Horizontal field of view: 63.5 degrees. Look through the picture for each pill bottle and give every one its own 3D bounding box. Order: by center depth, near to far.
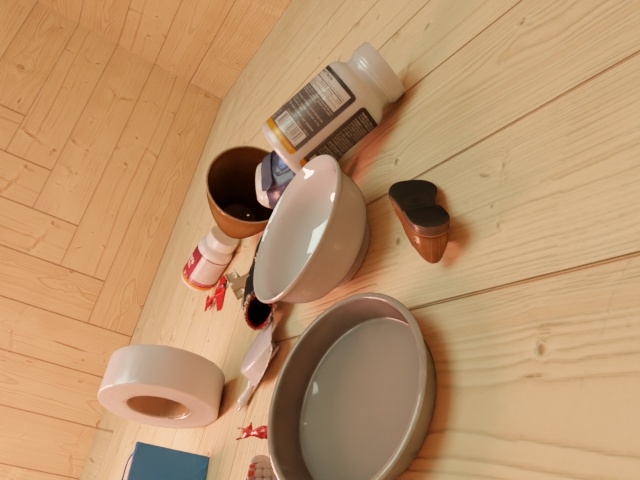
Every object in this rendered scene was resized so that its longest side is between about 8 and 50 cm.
[{"bbox_3d":[0.027,-0.266,1.078,0.278,0.162,0.162,-39,28,10],"label":"pill bottle"},{"bbox_3d":[-0.371,0.061,1.740,0.221,0.121,0.121,-53,26,28],"label":"pill bottle"}]

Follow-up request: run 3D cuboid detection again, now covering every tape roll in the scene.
[{"bbox_3d":[-0.381,0.360,1.253,0.286,0.286,0.100,-43,32,43],"label":"tape roll"}]

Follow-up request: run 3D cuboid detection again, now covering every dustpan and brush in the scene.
[{"bbox_3d":[-0.140,0.278,1.117,0.211,0.060,0.147,-54,11,9],"label":"dustpan and brush"}]

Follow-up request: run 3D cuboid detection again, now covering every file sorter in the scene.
[{"bbox_3d":[-0.358,0.547,1.166,0.104,0.170,0.118,-52,26,38],"label":"file sorter"}]

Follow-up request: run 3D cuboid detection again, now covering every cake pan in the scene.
[{"bbox_3d":[0.040,0.214,0.712,0.293,0.054,0.293,-35,36,31],"label":"cake pan"}]

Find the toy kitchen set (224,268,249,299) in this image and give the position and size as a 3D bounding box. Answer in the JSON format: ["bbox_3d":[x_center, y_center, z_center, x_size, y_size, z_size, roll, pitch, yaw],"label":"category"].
[{"bbox_3d":[-0.216,0.126,1.466,0.068,0.075,0.083,-29,63,-6],"label":"toy kitchen set"}]

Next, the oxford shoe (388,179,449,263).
[{"bbox_3d":[0.146,-0.036,0.786,0.212,0.076,0.076,-87,-10,-61],"label":"oxford shoe"}]

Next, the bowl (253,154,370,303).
[{"bbox_3d":[0.000,0.000,0.974,0.298,0.134,0.298,-48,28,35],"label":"bowl"}]

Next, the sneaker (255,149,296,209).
[{"bbox_3d":[-0.071,-0.231,1.301,0.236,0.130,0.322,-3,69,42],"label":"sneaker"}]

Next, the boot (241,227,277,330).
[{"bbox_3d":[-0.120,0.082,1.183,0.178,0.085,0.236,-141,69,-78],"label":"boot"}]

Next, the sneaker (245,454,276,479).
[{"bbox_3d":[-0.107,0.441,0.866,0.065,0.061,0.158,-59,22,31],"label":"sneaker"}]

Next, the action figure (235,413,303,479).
[{"bbox_3d":[-0.069,0.378,0.796,0.139,0.091,0.280,-30,40,40],"label":"action figure"}]

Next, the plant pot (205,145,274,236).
[{"bbox_3d":[-0.220,-0.104,1.490,0.254,0.237,0.237,124,161,-62],"label":"plant pot"}]

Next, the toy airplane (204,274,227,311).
[{"bbox_3d":[-0.338,0.177,1.672,0.151,0.028,0.151,-46,31,38],"label":"toy airplane"}]
